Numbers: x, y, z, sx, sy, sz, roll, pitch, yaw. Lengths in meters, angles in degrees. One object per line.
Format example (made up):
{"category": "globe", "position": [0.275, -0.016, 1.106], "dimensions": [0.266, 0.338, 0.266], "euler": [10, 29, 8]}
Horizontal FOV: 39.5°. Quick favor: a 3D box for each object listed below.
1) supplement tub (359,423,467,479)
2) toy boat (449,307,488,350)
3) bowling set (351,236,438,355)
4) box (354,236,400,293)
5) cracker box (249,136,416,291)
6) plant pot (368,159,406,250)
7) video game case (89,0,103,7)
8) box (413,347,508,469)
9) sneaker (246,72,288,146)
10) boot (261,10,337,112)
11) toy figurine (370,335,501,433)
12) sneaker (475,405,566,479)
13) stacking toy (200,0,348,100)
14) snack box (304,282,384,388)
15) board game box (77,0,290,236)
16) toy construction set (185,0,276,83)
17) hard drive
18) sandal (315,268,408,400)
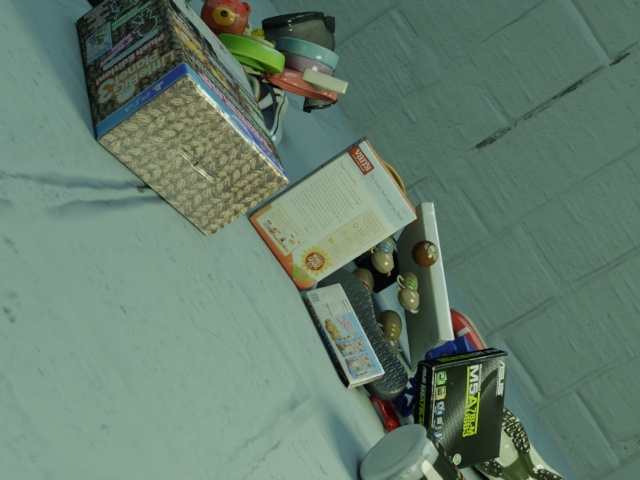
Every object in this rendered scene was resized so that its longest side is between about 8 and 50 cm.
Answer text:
{"category": "supplement tub", "position": [0.149, 0.356, 1.218], "dimensions": [0.190, 0.117, 0.117], "euler": [55, 12, -12]}
{"category": "toy boat", "position": [0.299, 0.272, 2.097], "dimensions": [0.151, 0.151, 0.231], "euler": [-6, 60, -45]}
{"category": "bowling set", "position": [0.131, 0.066, 1.749], "dimensions": [0.287, 0.200, 0.154], "euler": [50, 18, -12]}
{"category": "box", "position": [0.132, 0.024, 2.115], "dimensions": [0.158, 0.093, 0.156], "euler": [57, 11, -5]}
{"category": "cracker box", "position": [0.021, -0.044, 1.478], "dimensions": [0.155, 0.232, 0.067], "euler": [55, 12, -10]}
{"category": "plant pot", "position": [0.067, -0.081, 1.923], "dimensions": [0.205, 0.205, 0.188], "euler": [56, -4, -5]}
{"category": "video game case", "position": [-0.329, -0.403, 1.494], "dimensions": [0.275, 0.035, 0.248], "euler": [52, 13, -24]}
{"category": "box", "position": [0.231, 0.283, 1.476], "dimensions": [0.184, 0.190, 0.045], "euler": [-2, 9, -37]}
{"category": "sneaker", "position": [-0.139, -0.260, 1.678], "dimensions": [0.127, 0.126, 0.321], "euler": [51, 11, -22]}
{"category": "boot", "position": [-0.026, -0.402, 2.038], "dimensions": [0.338, 0.118, 0.222], "euler": [-25, 112, -66]}
{"category": "toy figurine", "position": [0.247, 0.276, 1.591], "dimensions": [0.362, 0.217, 0.191], "euler": [43, 18, -47]}
{"category": "sneaker", "position": [0.414, 0.497, 1.928], "dimensions": [0.410, 0.158, 0.182], "euler": [59, -7, -12]}
{"category": "stacking toy", "position": [-0.084, -0.376, 1.695], "dimensions": [0.309, 0.130, 0.279], "euler": [17, 1, -21]}
{"category": "snack box", "position": [0.037, 0.152, 1.445], "dimensions": [0.178, 0.064, 0.022], "euler": [63, -28, 29]}
{"category": "board game box", "position": [-0.192, -0.194, 1.226], "dimensions": [0.232, 0.141, 0.291], "euler": [46, 16, -44]}
{"category": "toy construction set", "position": [-0.179, -0.485, 2.056], "dimensions": [0.328, 0.151, 0.215], "euler": [42, 41, -27]}
{"category": "hard drive", "position": [0.218, 0.101, 1.896], "dimensions": [0.203, 0.040, 0.307], "euler": [112, -23, -62]}
{"category": "sandal", "position": [0.057, 0.159, 1.496], "dimensions": [0.054, 0.097, 0.254], "euler": [111, -38, -51]}
